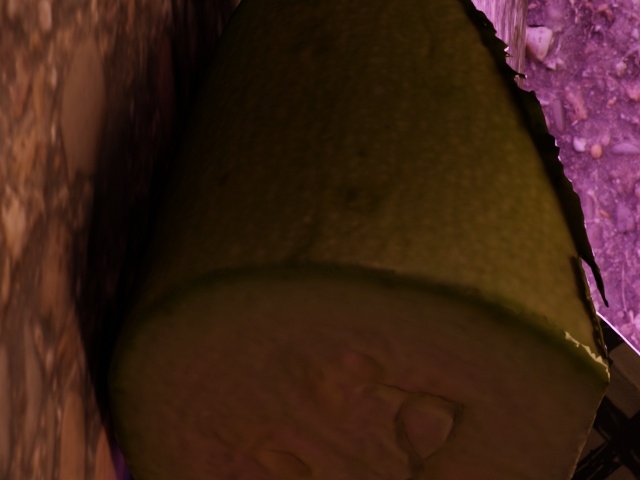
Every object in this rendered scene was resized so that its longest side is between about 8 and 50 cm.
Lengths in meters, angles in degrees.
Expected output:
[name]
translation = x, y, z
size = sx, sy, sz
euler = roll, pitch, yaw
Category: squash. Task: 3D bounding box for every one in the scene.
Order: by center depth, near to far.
[squash]
translation = 0.031, -0.012, 0.796
size = 0.309, 0.210, 0.233
euler = -70, 173, -47

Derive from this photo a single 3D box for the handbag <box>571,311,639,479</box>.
[handbag]
translation = 0.201, 0.147, 1.494
size = 0.162, 0.325, 0.327
euler = -43, 168, -1
